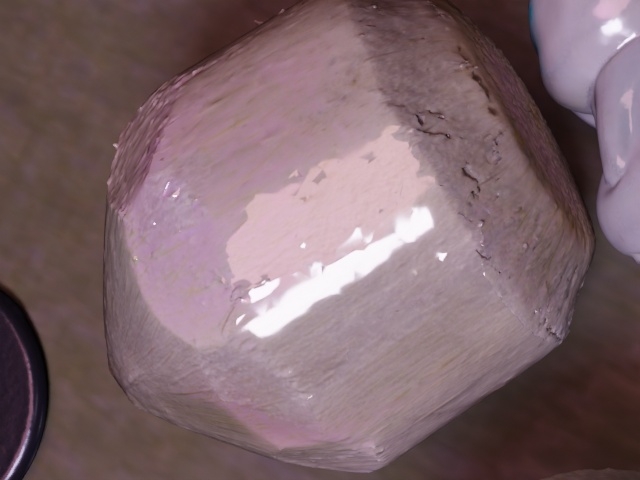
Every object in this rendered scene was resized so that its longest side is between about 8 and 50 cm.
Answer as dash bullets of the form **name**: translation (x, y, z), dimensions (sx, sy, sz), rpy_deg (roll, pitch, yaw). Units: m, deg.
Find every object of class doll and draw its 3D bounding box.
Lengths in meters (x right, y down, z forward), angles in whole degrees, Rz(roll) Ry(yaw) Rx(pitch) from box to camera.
- **doll**: translation (0.160, -0.072, 0.858), dimensions (0.107, 0.110, 0.181), rpy_deg (-39, 66, 32)

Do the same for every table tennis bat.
- **table tennis bat**: translation (-0.243, 0.125, 1.028), dimensions (0.150, 0.027, 0.236), rpy_deg (33, 94, 20)

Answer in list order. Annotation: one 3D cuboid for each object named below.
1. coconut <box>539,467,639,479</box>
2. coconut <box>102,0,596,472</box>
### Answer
- **coconut**: translation (0.120, 0.232, 0.770), dimensions (0.245, 0.247, 0.245), rpy_deg (5, 55, -7)
- **coconut**: translation (0.000, 0.000, 0.855), dimensions (0.234, 0.224, 0.224), rpy_deg (-24, 76, 14)
